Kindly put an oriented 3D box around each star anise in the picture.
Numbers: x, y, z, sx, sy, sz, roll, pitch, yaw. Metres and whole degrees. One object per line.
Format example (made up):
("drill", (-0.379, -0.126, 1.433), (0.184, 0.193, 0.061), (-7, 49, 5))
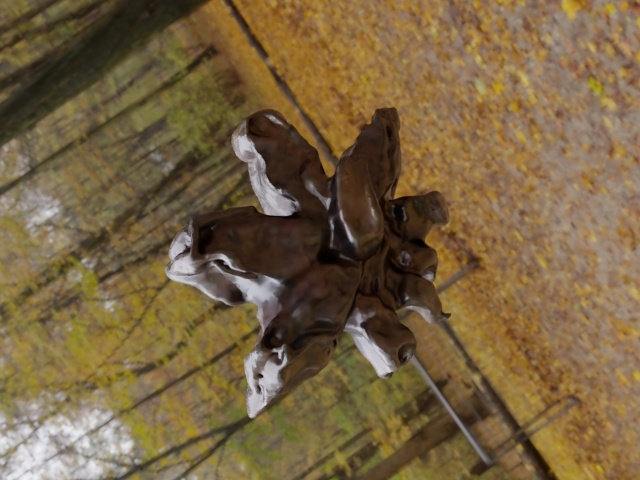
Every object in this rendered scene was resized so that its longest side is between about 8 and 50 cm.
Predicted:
("star anise", (-0.001, -0.007, 0.601), (0.099, 0.214, 0.220), (-50, 55, 60))
